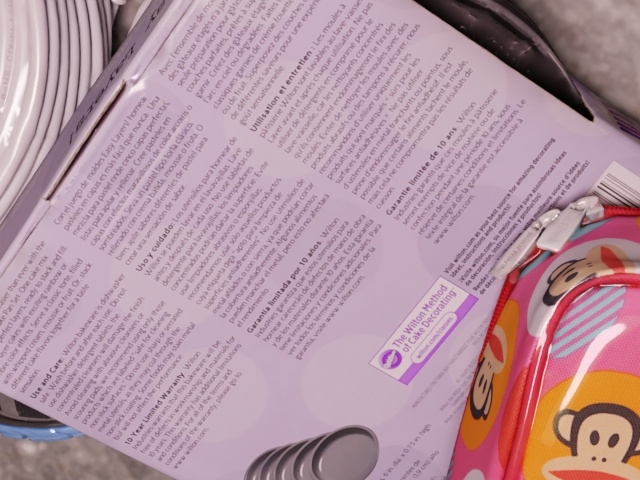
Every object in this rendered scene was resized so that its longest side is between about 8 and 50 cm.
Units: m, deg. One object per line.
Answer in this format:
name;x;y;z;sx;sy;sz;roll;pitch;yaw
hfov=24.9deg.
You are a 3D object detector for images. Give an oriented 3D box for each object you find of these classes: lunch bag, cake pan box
lunch bag;0.205;0.099;0.609;0.293;0.120;0.258;11;106;-5
cake pan box;0.000;0.000;0.652;0.245;0.070;0.267;28;111;-22

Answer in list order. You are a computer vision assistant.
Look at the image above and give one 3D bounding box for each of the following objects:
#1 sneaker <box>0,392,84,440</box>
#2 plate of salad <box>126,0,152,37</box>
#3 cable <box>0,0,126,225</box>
sneaker;-0.167;0.054;0.760;0.188;0.067;0.078;10;110;16
plate of salad;-0.011;-0.059;0.704;0.200;0.048;0.200;3;101;15
cable;-0.228;-0.089;0.716;0.257;0.089;0.257;9;92;15
